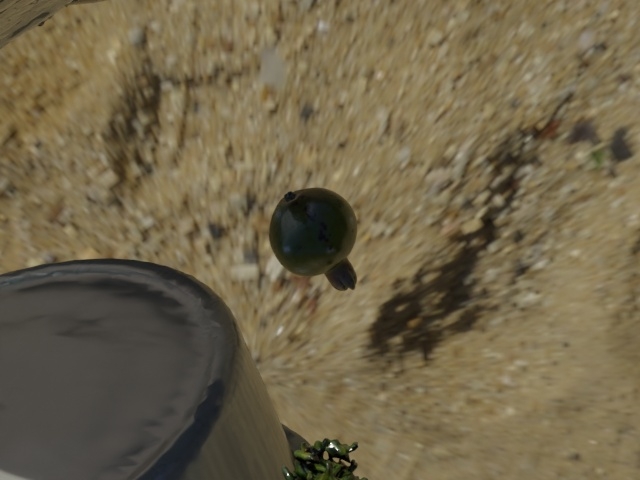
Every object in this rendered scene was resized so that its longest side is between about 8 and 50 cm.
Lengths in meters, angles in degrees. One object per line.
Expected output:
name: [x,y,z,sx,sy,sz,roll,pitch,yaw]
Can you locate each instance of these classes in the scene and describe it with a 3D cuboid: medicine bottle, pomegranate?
medicine bottle: [-0.081,0.186,0.790,0.245,0.245,0.306,-20,119,-3]
pomegranate: [0.000,-0.003,1.534,0.073,0.084,0.073,-19,54,28]

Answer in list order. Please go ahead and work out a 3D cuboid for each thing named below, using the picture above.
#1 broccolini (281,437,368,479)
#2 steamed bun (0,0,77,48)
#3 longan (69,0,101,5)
broccolini: [-0.016,0.101,0.435,0.044,0.218,0.042,29,110,5]
steamed bun: [-0.139,-0.215,0.631,0.309,0.309,0.309,0,86,-2]
longan: [-0.193,-0.322,1.473,0.288,0.288,0.350,21,49,0]
